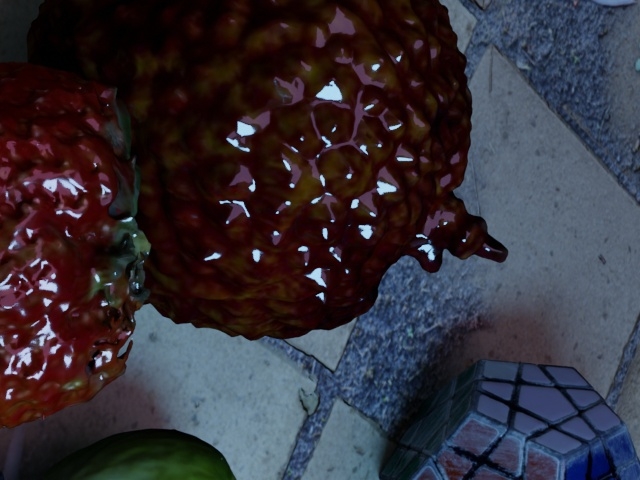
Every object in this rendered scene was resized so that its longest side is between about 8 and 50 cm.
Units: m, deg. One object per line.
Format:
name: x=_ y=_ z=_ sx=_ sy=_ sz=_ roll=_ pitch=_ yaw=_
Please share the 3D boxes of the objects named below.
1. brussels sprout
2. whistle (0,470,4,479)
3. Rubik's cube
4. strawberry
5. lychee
brussels sprout: x=-0.185 y=0.288 z=1.753 sx=0.271 sy=0.219 sz=0.210 roll=-5 pitch=95 yaw=-60
whistle: x=-0.341 y=0.148 z=1.720 sx=0.062 sy=0.062 sz=0.304 roll=-16 pitch=103 yaw=-43
Rubik's cube: x=0.230 y=0.295 z=2.142 sx=0.319 sy=0.264 sz=0.319 roll=-3 pitch=94 yaw=-45
strawberry: x=-0.310 y=-0.004 z=1.438 sx=0.351 sy=0.267 sz=0.312 roll=9 pitch=64 yaw=-19
lychee: x=-0.045 y=-0.106 z=1.717 sx=0.424 sy=0.500 sz=0.424 roll=-63 pitch=174 yaw=-13
